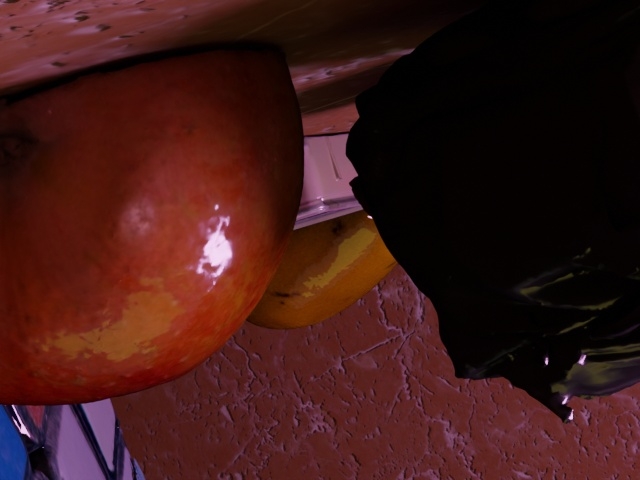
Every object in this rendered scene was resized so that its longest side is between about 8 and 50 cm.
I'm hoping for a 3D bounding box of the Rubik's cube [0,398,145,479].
[{"bbox_3d":[-0.319,0.218,1.115,0.362,0.363,0.359,-16,-152,6],"label":"Rubik's cube"}]

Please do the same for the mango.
[{"bbox_3d":[0.000,0.000,1.983,0.211,0.173,0.317,-7,161,-39],"label":"mango"}]

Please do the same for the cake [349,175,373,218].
[{"bbox_3d":[0.143,-0.072,1.143,0.207,0.178,0.185,21,-164,1],"label":"cake"}]

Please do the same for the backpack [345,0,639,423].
[{"bbox_3d":[0.261,-0.064,0.833,0.445,0.255,0.363,-21,-179,44],"label":"backpack"}]

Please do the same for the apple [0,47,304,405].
[{"bbox_3d":[-0.138,0.010,0.875,0.293,0.163,0.251,-17,180,5],"label":"apple"}]

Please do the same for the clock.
[{"bbox_3d":[-0.023,-0.051,1.526,0.147,0.071,0.192,-17,178,27],"label":"clock"}]
